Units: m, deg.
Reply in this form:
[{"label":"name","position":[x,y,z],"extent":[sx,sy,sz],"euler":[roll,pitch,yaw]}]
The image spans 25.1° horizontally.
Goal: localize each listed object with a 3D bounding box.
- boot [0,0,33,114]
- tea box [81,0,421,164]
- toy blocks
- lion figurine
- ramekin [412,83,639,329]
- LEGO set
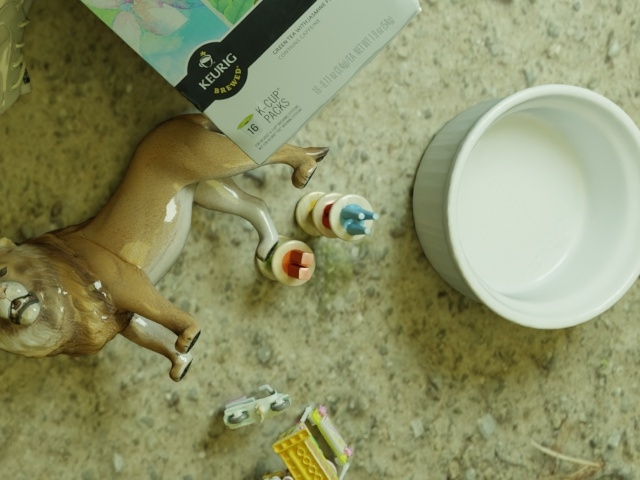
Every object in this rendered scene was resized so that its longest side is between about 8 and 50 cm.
[{"label":"boot","position":[-0.330,-0.205,1.461],"extent":[0.258,0.095,0.123],"euler":[-41,114,-5]},{"label":"tea box","position":[-0.104,-0.300,1.379],"extent":[0.323,0.329,0.220],"euler":[41,105,-20]},{"label":"toy blocks","position":[0.000,0.000,1.572],"extent":[0.054,0.148,0.123],"euler":[45,78,-19]},{"label":"lion figurine","position":[-0.184,-0.014,1.514],"extent":[0.240,0.142,0.392],"euler":[34,65,7]},{"label":"ramekin","position":[0.243,-0.042,1.674],"extent":[0.277,0.135,0.277],"euler":[-2,96,-22]},{"label":"LEGO set","position":[-0.016,0.295,1.639],"extent":[0.132,0.107,0.287],"euler":[-7,104,14]}]
